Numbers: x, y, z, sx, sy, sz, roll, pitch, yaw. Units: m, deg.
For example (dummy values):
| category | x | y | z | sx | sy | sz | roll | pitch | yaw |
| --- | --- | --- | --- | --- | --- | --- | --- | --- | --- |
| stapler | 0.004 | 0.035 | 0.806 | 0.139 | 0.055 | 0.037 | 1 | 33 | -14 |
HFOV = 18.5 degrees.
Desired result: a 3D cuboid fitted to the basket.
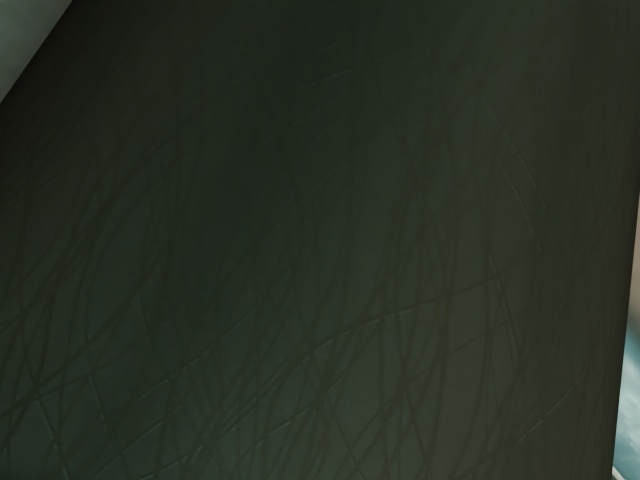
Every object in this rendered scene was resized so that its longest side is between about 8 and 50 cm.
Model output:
| category | x | y | z | sx | sy | sz | roll | pitch | yaw |
| --- | --- | --- | --- | --- | --- | --- | --- | --- | --- |
| basket | 0.000 | 0.000 | 0.479 | 0.204 | 0.154 | 0.227 | 31 | 61 | -21 |
